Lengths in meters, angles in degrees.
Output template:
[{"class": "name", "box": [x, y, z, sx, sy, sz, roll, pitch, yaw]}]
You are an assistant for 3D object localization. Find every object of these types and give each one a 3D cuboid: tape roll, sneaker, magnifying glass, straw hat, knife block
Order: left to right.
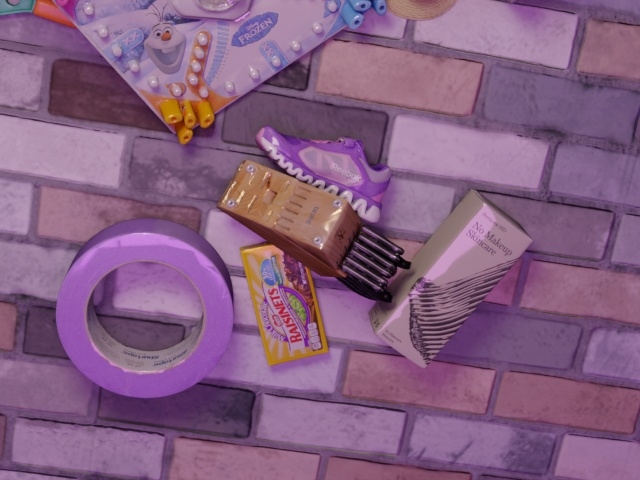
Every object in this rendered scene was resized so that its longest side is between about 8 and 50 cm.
[{"class": "magnifying glass", "box": [-0.445, -0.356, 1.647, 0.230, 0.026, 0.092, 17, 105, -10]}, {"class": "tape roll", "box": [-0.275, 0.107, 1.767, 0.274, 0.090, 0.275, -1, 107, -3]}, {"class": "knife block", "box": [0.000, 0.000, 1.751, 0.275, 0.242, 0.088, 23, 75, 25]}, {"class": "sneaker", "box": [0.012, -0.124, 1.723, 0.236, 0.095, 0.105, 30, 96, -17]}, {"class": "straw hat", "box": [0.152, -0.392, 1.663, 0.144, 0.061, 0.145, -1, 106, -4]}]

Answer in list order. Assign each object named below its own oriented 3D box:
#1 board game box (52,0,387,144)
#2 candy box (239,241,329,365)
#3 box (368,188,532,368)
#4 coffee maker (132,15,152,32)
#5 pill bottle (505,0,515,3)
[{"class": "board game box", "box": [-0.142, -0.355, 1.554, 0.390, 0.050, 0.390, -32, 137, 8]}, {"class": "candy box", "box": [-0.058, 0.098, 1.812, 0.105, 0.027, 0.206, -13, 107, 2]}, {"class": "box", "box": [0.205, 0.061, 1.786, 0.113, 0.094, 0.275, 35, 102, -13]}, {"class": "coffee maker", "box": [-0.212, -0.385, 1.607, 0.178, 0.120, 0.171, -41, 106, 8]}, {"class": "pill bottle", "box": [0.337, -0.476, 1.605, 0.264, 0.153, 0.153, -41, 105, 9]}]
